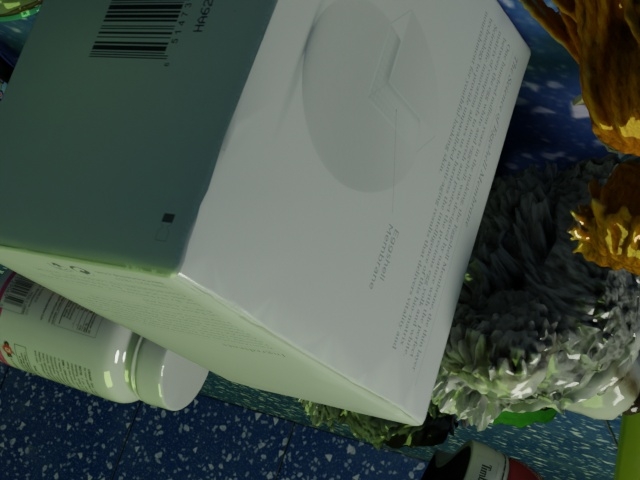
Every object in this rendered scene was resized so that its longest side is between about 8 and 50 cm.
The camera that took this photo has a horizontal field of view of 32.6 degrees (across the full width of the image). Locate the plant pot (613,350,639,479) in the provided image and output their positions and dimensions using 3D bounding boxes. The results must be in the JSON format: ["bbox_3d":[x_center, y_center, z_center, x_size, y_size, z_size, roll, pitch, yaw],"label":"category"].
[{"bbox_3d":[0.423,0.260,1.159,0.207,0.228,0.227,5,161,20],"label":"plant pot"}]

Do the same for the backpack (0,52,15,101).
[{"bbox_3d":[-0.302,-0.083,0.913,0.117,0.158,0.173,5,159,21],"label":"backpack"}]

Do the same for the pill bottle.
[{"bbox_3d":[-0.298,0.128,1.492,0.283,0.160,0.160,15,165,22],"label":"pill bottle"}]

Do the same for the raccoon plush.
[{"bbox_3d":[0.000,0.000,0.719,0.446,0.216,0.299,18,166,1],"label":"raccoon plush"}]

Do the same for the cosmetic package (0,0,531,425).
[{"bbox_3d":[-0.020,-0.054,0.535,0.138,0.224,0.224,8,161,35],"label":"cosmetic package"}]

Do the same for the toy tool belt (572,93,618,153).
[{"bbox_3d":[0.178,-0.071,0.576,0.051,0.052,0.083,18,167,-35],"label":"toy tool belt"}]

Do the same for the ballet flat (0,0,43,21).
[{"bbox_3d":[-0.239,-0.173,0.721,0.213,0.072,0.068,1,130,48],"label":"ballet flat"}]

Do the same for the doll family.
[{"bbox_3d":[0.136,-0.074,0.393,0.118,0.163,0.263,14,165,18],"label":"doll family"}]

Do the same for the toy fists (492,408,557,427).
[{"bbox_3d":[0.156,0.148,1.325,0.279,0.096,0.142,16,155,16],"label":"toy fists"}]

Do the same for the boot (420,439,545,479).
[{"bbox_3d":[0.150,0.219,0.775,0.176,0.088,0.244,25,163,0],"label":"boot"}]
